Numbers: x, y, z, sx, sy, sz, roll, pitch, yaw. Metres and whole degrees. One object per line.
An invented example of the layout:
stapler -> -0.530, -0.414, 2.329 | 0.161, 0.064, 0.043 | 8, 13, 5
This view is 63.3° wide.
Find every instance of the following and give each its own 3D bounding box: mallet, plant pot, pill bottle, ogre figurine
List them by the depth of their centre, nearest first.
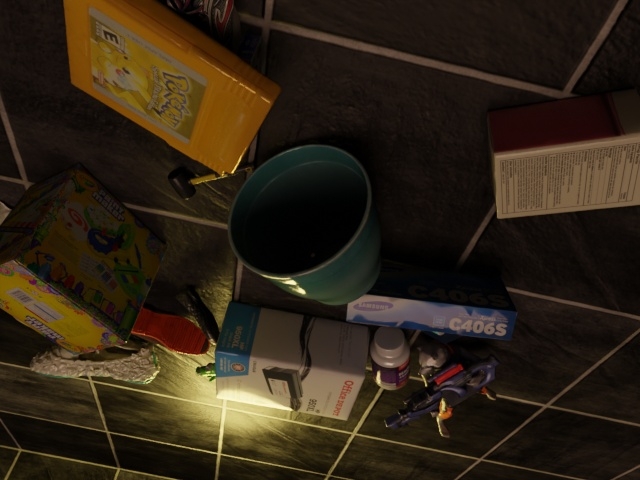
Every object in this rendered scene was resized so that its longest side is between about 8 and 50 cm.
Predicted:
plant pot -> 0.000, 0.000, 1.009 | 0.271, 0.272, 0.255 | -8, 149, 19
mallet -> -0.217, -0.125, 1.069 | 0.189, 0.039, 0.062 | -6, 136, 11
pill bottle -> 0.191, 0.316, 1.416 | 0.108, 0.108, 0.194 | 0, 137, 10
ogre figurine -> -0.293, 0.416, 1.634 | 0.197, 0.097, 0.118 | 28, 155, 3

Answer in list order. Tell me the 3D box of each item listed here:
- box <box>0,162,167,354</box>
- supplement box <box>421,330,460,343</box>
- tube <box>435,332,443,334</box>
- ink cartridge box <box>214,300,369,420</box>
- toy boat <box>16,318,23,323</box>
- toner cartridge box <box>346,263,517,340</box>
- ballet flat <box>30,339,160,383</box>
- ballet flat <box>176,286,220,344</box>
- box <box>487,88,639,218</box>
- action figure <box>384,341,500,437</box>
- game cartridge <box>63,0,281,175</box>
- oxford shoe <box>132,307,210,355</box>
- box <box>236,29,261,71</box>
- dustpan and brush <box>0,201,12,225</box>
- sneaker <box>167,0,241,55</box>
box -> -0.530, 0.046, 1.129 | 0.177, 0.279, 0.290 | -16, 131, 26
supplement box -> 0.297, 0.194, 1.281 | 0.083, 0.083, 0.056 | 30, 134, -21
tube -> 0.209, 0.165, 1.246 | 0.207, 0.052, 0.080 | 19, 146, 43
ink cartridge box -> -0.083, 0.343, 1.454 | 0.394, 0.166, 0.286 | 10, 138, -1
toy boat -> -0.741, 0.130, 1.381 | 0.267, 0.148, 0.318 | -5, 144, 23
toner cartridge box -> 0.236, 0.128, 1.151 | 0.347, 0.165, 0.075 | 6, 112, 3
ballet flat -> -0.705, 0.354, 1.637 | 0.408, 0.147, 0.147 | 4, 138, 1
ballet flat -> -0.322, 0.203, 1.387 | 0.049, 0.057, 0.173 | -31, 90, 15
box -> 0.404, -0.140, 0.864 | 0.232, 0.127, 0.149 | -6, 135, 16
action figure -> 0.327, 0.408, 1.450 | 0.341, 0.179, 0.330 | -27, 126, 2
game cartridge -> -0.246, -0.247, 0.828 | 0.323, 0.053, 0.285 | 33, 154, -10
oxford shoe -> -0.452, 0.262, 1.508 | 0.271, 0.097, 0.098 | 27, 155, -12
box -> -0.117, -0.270, 0.853 | 0.028, 0.081, 0.136 | 11, 139, -1
dustpan and brush -> -0.765, -0.057, 1.236 | 0.211, 0.060, 0.147 | 0, 125, 20
sneaker -> -0.184, -0.347, 0.760 | 0.120, 0.112, 0.299 | 11, 139, -1
